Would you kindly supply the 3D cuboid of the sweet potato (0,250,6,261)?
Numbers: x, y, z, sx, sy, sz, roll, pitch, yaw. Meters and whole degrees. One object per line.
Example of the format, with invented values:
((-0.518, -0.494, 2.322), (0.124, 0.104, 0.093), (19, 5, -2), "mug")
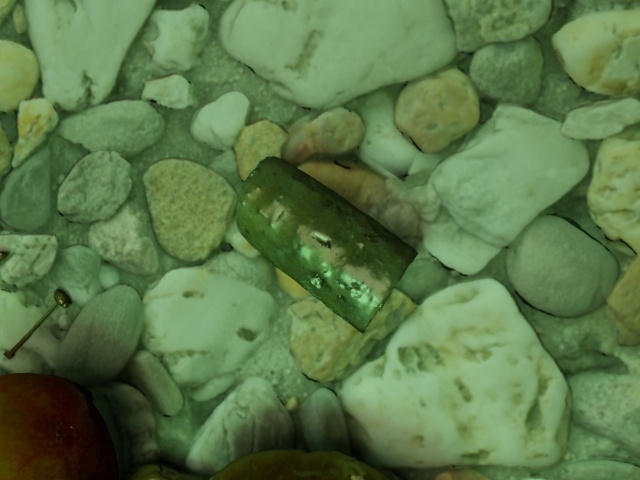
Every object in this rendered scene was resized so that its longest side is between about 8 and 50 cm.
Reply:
((-0.508, 0.037, 0.688), (0.205, 0.060, 0.068), (-7, 124, 0), "sweet potato")

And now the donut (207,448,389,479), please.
((-0.030, 0.384, 0.520), (0.330, 0.160, 0.330), (-2, 53, 3), "donut")

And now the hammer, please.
((-0.369, 0.112, 0.688), (0.123, 0.014, 0.029), (-44, 75, 10), "hammer")

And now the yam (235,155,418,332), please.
((0.000, 0.000, 0.575), (0.194, 0.107, 0.107), (37, 97, 8), "yam")

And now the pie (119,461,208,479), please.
((-0.187, 0.360, 0.643), (0.195, 0.046, 0.195), (0, 88, 9), "pie")

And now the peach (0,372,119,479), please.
((-0.339, 0.260, 0.578), (0.231, 0.231, 0.231), (0, 91, 10), "peach")
